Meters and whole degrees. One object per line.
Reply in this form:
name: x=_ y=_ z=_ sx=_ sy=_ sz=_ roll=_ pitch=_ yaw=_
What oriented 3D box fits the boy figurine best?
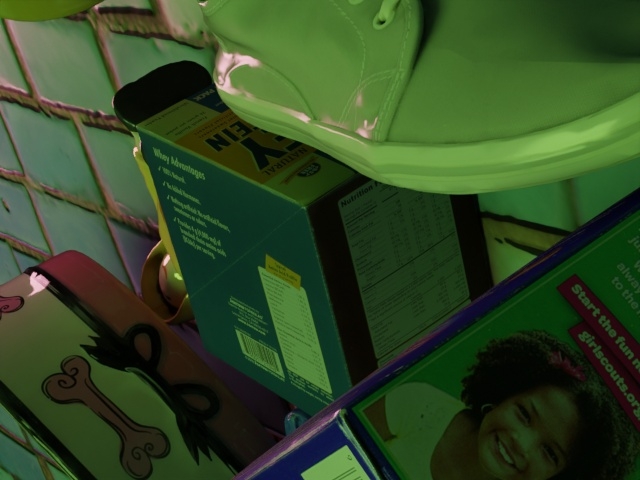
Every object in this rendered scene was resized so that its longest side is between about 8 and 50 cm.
boy figurine: x=-0.114 y=-0.028 z=1.310 sx=0.177 sy=0.092 sz=0.285 roll=57 pitch=160 yaw=25

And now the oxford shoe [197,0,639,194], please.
oxford shoe: x=0.055 y=-0.123 z=0.880 sx=0.449 sy=0.169 sz=0.130 roll=20 pitch=133 yaw=57

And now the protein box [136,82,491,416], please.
protein box: x=0.000 y=0.000 z=1.117 sx=0.199 sy=0.136 sz=0.201 roll=26 pitch=139 yaw=46

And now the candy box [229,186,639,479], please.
candy box: x=0.114 y=0.080 z=0.815 sx=0.122 sy=0.317 sz=0.268 roll=54 pitch=154 yaw=4

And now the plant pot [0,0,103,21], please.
plant pot: x=-0.219 y=-0.287 z=1.092 sx=0.254 sy=0.254 sz=0.239 roll=41 pitch=163 yaw=30

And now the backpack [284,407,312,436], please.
backpack: x=0.020 y=0.181 z=1.311 sx=0.120 sy=0.101 sz=0.098 roll=35 pitch=138 yaw=39

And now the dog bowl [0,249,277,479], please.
dog bowl: x=-0.170 y=0.177 z=1.463 sx=0.408 sy=0.150 sz=0.408 roll=44 pitch=168 yaw=12
